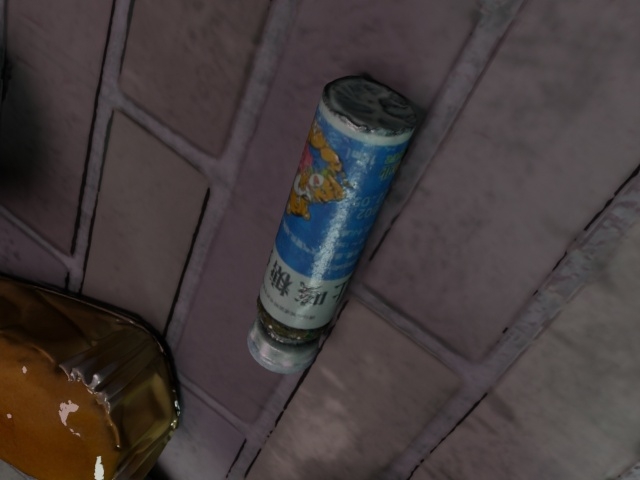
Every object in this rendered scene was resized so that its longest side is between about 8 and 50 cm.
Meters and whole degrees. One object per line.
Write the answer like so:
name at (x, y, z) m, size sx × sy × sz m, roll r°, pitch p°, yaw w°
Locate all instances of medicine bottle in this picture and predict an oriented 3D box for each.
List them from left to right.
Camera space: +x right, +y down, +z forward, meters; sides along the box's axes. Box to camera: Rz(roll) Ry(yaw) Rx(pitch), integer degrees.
medicine bottle at (0.000, 0.000, 0.423) m, size 0.051 × 0.051 × 0.191 m, roll 31°, pitch 132°, yaw 14°

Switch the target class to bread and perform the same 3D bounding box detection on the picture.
bread at (-0.242, 0.118, 0.632) m, size 0.241 × 0.107 × 0.136 m, roll 14°, pitch 123°, yaw 27°

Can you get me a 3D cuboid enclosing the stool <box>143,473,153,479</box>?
stool at (-0.186, 0.261, 0.696) m, size 0.096 × 0.096 × 0.110 m, roll -22°, pitch 101°, yaw 42°
